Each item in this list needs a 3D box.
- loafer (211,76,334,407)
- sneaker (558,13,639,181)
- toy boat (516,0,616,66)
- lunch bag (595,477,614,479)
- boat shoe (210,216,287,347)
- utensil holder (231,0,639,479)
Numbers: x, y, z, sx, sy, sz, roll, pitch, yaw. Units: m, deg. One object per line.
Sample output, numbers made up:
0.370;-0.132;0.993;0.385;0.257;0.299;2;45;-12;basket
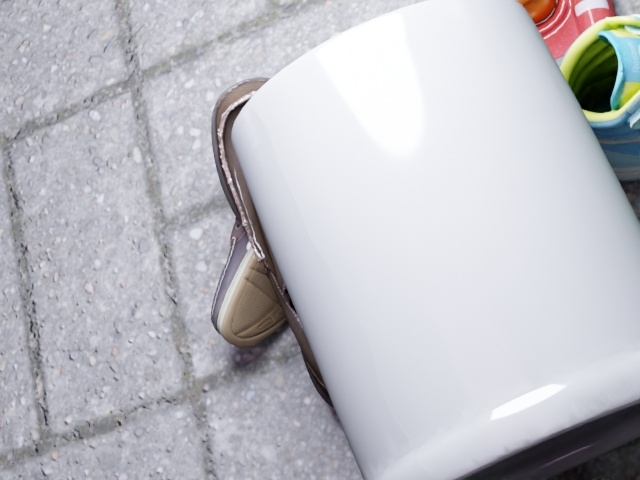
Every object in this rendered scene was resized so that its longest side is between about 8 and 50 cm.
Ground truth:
0.000;0.000;1.635;0.133;0.130;0.366;-25;90;-4;loafer
0.369;-0.153;1.507;0.319;0.208;0.127;-18;67;21;sneaker
0.211;-0.253;1.654;0.151;0.151;0.231;-20;67;21;toy boat
0.192;0.373;1.468;0.287;0.169;0.235;-28;64;23;lunch bag
-0.046;-0.023;1.759;0.092;0.103;0.285;25;91;43;boat shoe
0.129;0.021;1.443;0.327;0.327;0.385;-28;72;18;utensil holder
